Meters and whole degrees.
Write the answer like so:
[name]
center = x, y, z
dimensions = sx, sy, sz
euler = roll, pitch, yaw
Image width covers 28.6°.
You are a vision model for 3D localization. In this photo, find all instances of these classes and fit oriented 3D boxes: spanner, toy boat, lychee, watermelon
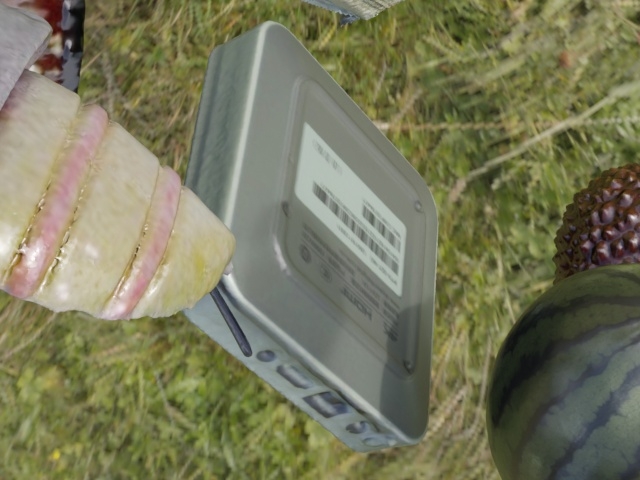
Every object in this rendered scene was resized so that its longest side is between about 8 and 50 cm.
[spanner]
center = -0.100, 0.042, 1.132
dimensions = 0.012, 0.046, 0.208
euler = -25, 138, 0
[toy boat]
center = -0.196, -0.051, 0.915
dimensions = 0.293, 0.276, 0.111
euler = 44, 117, -2
[lychee]
center = 0.417, 0.047, 1.613
dimensions = 0.267, 0.267, 0.267
euler = 0, 112, 1
[watermelon]
center = 0.313, 0.183, 1.321
dimensions = 0.279, 0.279, 0.359
euler = 5, 137, -1

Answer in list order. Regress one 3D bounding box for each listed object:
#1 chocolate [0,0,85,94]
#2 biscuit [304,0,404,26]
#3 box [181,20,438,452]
[chocolate]
center = -0.442, -0.256, 1.575
dimensions = 0.210, 0.225, 0.340
euler = -12, 133, -36
[biscuit]
center = 0.121, -0.334, 1.374
dimensions = 0.309, 0.186, 0.079
euler = -22, 82, 19
[box]
center = 0.001, 0.000, 1.437
dimensions = 0.111, 0.397, 0.396
euler = -20, 136, 30
